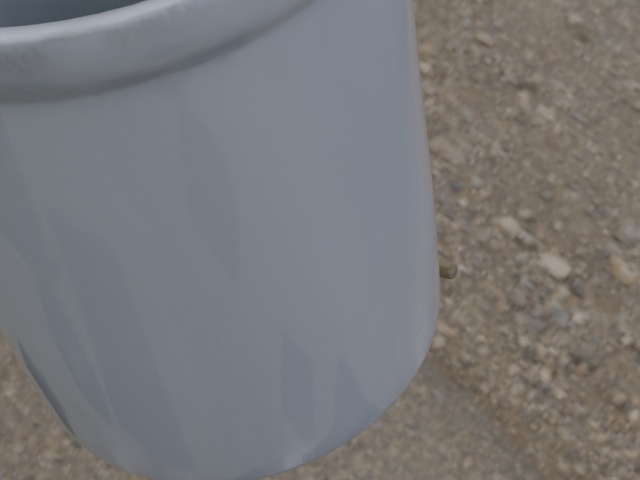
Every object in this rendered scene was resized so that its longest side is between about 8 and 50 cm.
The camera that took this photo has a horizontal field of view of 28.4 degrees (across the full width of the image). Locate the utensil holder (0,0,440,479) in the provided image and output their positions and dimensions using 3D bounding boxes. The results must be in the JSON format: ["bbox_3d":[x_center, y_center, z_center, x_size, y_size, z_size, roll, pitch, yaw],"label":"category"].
[{"bbox_3d":[-0.093,-0.078,0.785,0.328,0.385,0.327,-6,48,6],"label":"utensil holder"}]

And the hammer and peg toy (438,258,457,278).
[{"bbox_3d":[0.000,0.000,1.548,0.266,0.127,0.361,4,13,27],"label":"hammer and peg toy"}]
